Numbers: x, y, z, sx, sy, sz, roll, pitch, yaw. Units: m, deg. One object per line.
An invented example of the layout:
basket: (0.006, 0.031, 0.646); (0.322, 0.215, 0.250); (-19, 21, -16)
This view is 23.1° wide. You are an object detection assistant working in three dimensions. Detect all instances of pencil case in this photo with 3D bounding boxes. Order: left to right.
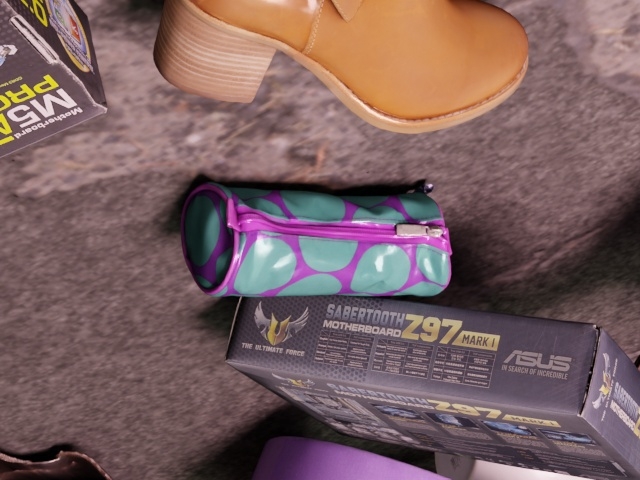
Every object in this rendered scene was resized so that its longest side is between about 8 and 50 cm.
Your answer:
pencil case: (0.000, 0.000, 0.876); (0.151, 0.064, 0.070); (1, 163, -31)

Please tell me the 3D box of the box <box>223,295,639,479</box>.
box: (0.083, 0.091, 0.975); (0.232, 0.059, 0.183); (5, 162, 28)

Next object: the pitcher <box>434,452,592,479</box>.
pitcher: (0.202, 0.170, 1.156); (0.207, 0.178, 0.125); (9, 110, -17)

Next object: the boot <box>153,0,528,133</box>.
boot: (0.035, -0.121, 0.679); (0.197, 0.073, 0.152); (-3, 145, -29)

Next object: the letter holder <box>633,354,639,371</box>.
letter holder: (0.341, -0.012, 0.953); (0.214, 0.152, 0.302); (19, 139, -17)

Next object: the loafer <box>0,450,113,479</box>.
loafer: (-0.180, 0.224, 1.096); (0.130, 0.134, 0.366); (-29, 149, 21)

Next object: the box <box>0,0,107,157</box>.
box: (-0.252, -0.071, 0.618); (0.270, 0.060, 0.216); (-22, 152, 10)

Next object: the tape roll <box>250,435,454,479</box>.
tape roll: (0.072, 0.238, 1.154); (0.275, 0.090, 0.275); (20, 164, 6)
